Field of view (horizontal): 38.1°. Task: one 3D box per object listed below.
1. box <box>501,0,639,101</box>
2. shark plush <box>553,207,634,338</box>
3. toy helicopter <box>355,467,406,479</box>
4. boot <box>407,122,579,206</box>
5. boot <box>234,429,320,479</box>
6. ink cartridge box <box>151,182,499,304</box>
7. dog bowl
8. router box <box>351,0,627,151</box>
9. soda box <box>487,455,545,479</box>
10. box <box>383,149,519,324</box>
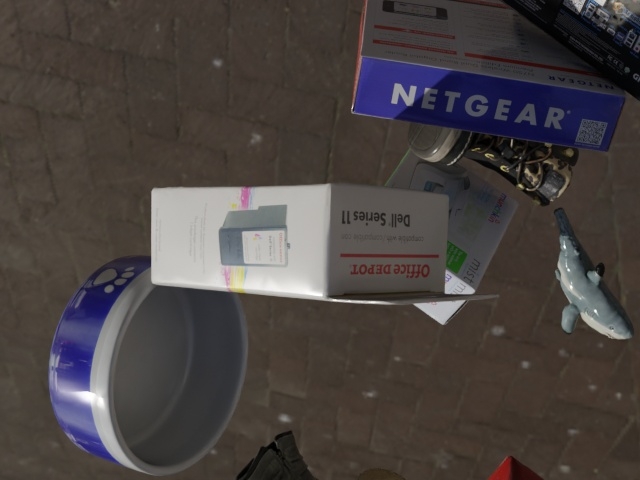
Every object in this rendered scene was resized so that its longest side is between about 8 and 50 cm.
[{"bbox_3d":[0.378,-0.342,1.087,0.295,0.073,0.293,45,139,27],"label":"box"},{"bbox_3d":[0.312,0.036,1.063,0.073,0.161,0.067,-14,-177,-19],"label":"shark plush"},{"bbox_3d":[0.143,0.458,1.297,0.235,0.140,0.355,-24,111,30],"label":"toy helicopter"},{"bbox_3d":[0.289,-0.162,1.534,0.284,0.377,0.138,29,106,-8],"label":"boot"},{"bbox_3d":[-0.058,0.356,1.161,0.083,0.246,0.161,-37,94,27],"label":"boot"},{"bbox_3d":[0.000,0.000,1.021,0.353,0.119,0.207,2,-179,42],"label":"ink cartridge box"},{"bbox_3d":[-0.207,0.152,1.164,0.104,0.265,0.265,7,143,32],"label":"dog bowl"},{"bbox_3d":[0.216,-0.251,1.266,0.335,0.301,0.082,9,125,0],"label":"router box"},{"bbox_3d":[0.042,0.234,0.445,0.083,0.092,0.263,37,110,0],"label":"soda box"},{"bbox_3d":[0.199,-0.020,1.670,0.231,0.262,0.127,35,137,2],"label":"box"}]
